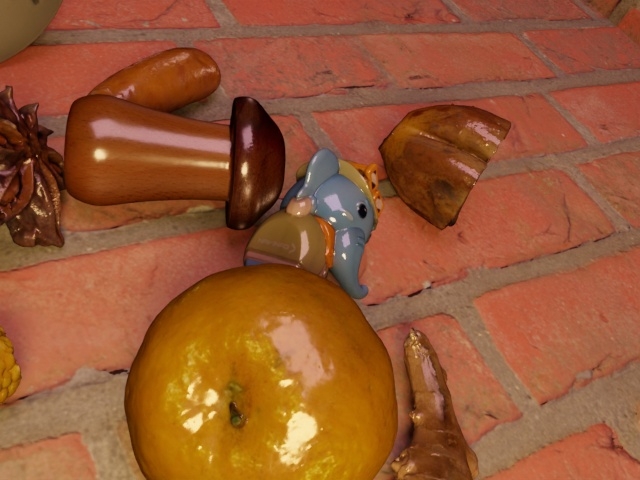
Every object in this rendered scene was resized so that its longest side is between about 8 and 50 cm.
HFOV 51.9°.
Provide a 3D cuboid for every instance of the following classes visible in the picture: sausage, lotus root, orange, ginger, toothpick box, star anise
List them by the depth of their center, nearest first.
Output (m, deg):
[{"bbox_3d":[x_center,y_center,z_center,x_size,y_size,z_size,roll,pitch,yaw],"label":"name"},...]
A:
[{"bbox_3d":[-0.058,0.160,0.682,0.279,0.235,0.279,-1,81,9],"label":"orange"},{"bbox_3d":[0.146,0.264,0.790,0.147,0.081,0.334,11,47,-19],"label":"ginger"},{"bbox_3d":[-0.390,-0.082,0.815,0.098,0.220,0.214,-5,39,8],"label":"star anise"},{"bbox_3d":[-0.197,-0.117,0.930,0.294,0.192,0.192,5,48,-11],"label":"toothpick box"},{"bbox_3d":[-0.266,-0.250,1.078,0.109,0.109,0.270,35,43,10],"label":"sausage"},{"bbox_3d":[0.198,-0.149,1.108,0.180,0.199,0.188,35,39,4],"label":"lotus root"}]

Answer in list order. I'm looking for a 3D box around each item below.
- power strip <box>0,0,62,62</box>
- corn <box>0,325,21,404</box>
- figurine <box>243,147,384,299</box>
[{"bbox_3d":[-0.559,-0.417,0.948,0.161,0.357,0.357,43,48,19],"label":"power strip"},{"bbox_3d":[-0.451,0.182,0.589,0.120,0.120,0.363,44,47,19],"label":"corn"},{"bbox_3d":[-0.004,-0.001,0.925,0.180,0.153,0.262,38,68,-29],"label":"figurine"}]
